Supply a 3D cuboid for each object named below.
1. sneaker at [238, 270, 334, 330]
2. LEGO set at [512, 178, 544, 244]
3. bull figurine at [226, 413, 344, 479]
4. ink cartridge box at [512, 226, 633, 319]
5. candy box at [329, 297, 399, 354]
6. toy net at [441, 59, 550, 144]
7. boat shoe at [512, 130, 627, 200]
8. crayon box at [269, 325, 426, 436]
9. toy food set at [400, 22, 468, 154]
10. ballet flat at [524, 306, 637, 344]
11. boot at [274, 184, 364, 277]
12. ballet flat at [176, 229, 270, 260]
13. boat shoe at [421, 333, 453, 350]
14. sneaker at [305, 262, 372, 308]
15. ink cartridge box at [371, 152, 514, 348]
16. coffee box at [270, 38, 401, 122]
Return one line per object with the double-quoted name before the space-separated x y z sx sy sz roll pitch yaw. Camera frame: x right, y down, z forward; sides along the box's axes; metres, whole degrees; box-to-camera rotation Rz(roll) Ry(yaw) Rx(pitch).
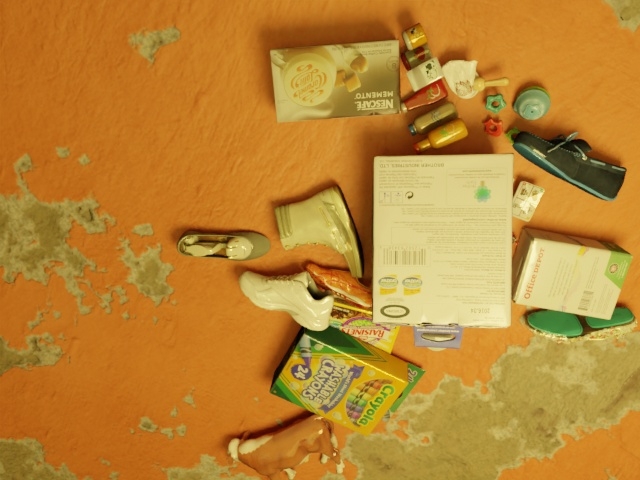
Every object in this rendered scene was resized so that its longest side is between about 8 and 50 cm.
"sneaker" -0.071 0.108 1.237 0.232 0.090 0.115 22 114 1
"LEGO set" 0.353 -0.035 1.199 0.182 0.060 0.244 21 108 9
"bull figurine" -0.092 0.552 1.401 0.310 0.101 0.188 -26 109 15
"ink cartridge box" 0.533 0.070 1.185 0.212 0.093 0.154 9 109 0
"candy box" 0.083 0.204 1.301 0.205 0.027 0.105 15 114 -1
"toy net" 0.342 -0.290 1.102 0.232 0.045 0.122 29 136 -3
"boat shoe" 0.508 -0.170 1.110 0.258 0.109 0.089 22 103 -21
"crayon box" 0.066 0.339 1.306 0.322 0.083 0.203 25 117 -7
"toy food set" 0.194 -0.293 1.072 0.104 0.111 0.232 -24 99 14
"ballet flat" 0.590 0.203 1.236 0.240 0.091 0.077 -4 131 10
"boot" 0.000 0.000 1.209 0.165 0.077 0.213 -18 102 10
"ballet flat" -0.222 0.018 1.236 0.213 0.068 0.072 3 110 3
"boat shoe" 0.242 0.110 1.224 0.096 0.088 0.268 -17 90 10
"sneaker" 0.046 0.094 1.256 0.175 0.064 0.067 28 73 1
"ink cartridge box" 0.238 0.030 1.100 0.269 0.151 0.396 0 91 10
"coffee box" 0.033 -0.318 1.081 0.246 0.098 0.141 -2 109 5
